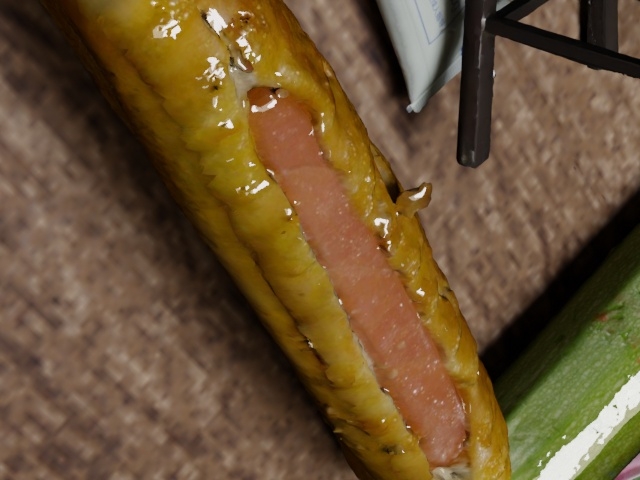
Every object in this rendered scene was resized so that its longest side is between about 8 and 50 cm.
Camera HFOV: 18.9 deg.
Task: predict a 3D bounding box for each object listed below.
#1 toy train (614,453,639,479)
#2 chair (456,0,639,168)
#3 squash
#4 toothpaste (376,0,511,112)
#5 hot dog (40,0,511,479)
[{"bbox_3d":[0.140,0.101,0.801,0.148,0.038,0.071,-16,126,-36],"label":"toy train"},{"bbox_3d":[0.101,-0.122,0.580,0.101,0.084,0.212,-38,139,-43],"label":"chair"},{"bbox_3d":[0.134,0.022,0.727,0.229,0.066,0.066,-45,137,-12],"label":"squash"},{"bbox_3d":[0.015,-0.122,0.554,0.052,0.033,0.218,-46,140,-17],"label":"toothpaste"},{"bbox_3d":[-0.004,0.001,0.584,0.061,0.088,0.286,-43,142,-12],"label":"hot dog"}]
